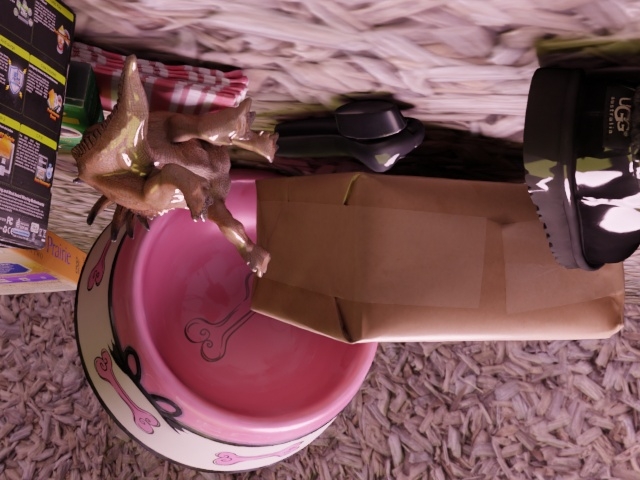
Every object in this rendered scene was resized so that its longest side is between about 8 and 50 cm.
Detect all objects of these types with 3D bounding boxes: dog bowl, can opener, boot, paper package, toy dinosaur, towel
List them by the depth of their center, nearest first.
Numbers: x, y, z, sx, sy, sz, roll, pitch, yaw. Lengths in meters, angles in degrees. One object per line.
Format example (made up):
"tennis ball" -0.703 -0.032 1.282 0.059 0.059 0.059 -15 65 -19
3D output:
"boot" 0.321 -0.044 0.771 0.260 0.131 0.348 3 172 22
"toy dinosaur" -0.153 -0.065 0.827 0.200 0.127 0.295 12 170 19
"towel" -0.170 -0.140 0.843 0.197 0.029 0.144 10 172 -12
"can opener" 0.019 -0.104 0.907 0.186 0.073 0.059 3 -148 45
"paper package" 0.117 0.017 1.066 0.324 0.168 0.309 1 -179 -24
"dog bowl" -0.101 0.088 1.215 0.408 0.408 0.150 9 159 -22

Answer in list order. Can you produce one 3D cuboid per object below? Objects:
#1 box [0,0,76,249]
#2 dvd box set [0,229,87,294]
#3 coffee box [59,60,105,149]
"box" -0.230 -0.096 0.606 0.045 0.184 0.190 2 173 13
"dvd box set" -0.524 0.001 1.197 0.307 0.062 0.420 -4 164 9
"coffee box" -0.250 -0.120 0.813 0.113 0.040 0.184 10 172 -7
